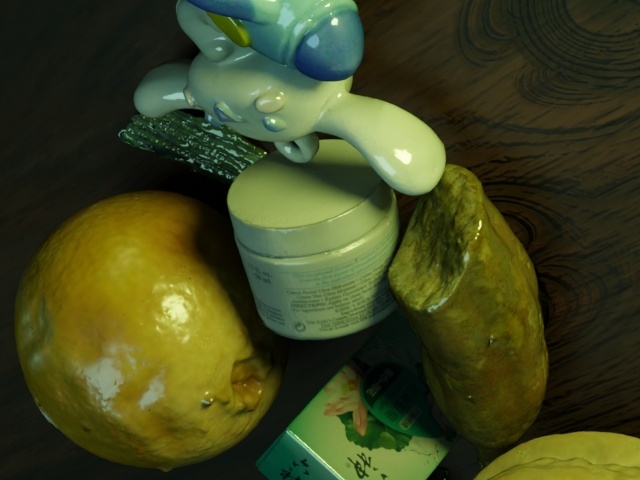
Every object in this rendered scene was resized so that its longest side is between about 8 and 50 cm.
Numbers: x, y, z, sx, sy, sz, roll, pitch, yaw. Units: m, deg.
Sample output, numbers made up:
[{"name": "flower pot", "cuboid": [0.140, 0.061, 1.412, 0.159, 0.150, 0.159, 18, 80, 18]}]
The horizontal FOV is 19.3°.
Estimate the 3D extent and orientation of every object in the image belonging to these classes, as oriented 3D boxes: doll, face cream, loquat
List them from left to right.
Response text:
[{"name": "loquat", "cuboid": [-0.194, 0.103, 2.167, 0.328, 0.328, 0.328, 23, 135, 25]}, {"name": "doll", "cuboid": [-0.070, -0.218, 1.893, 0.376, 0.187, 0.365, 2, 132, 21]}, {"name": "face cream", "cuboid": [0.000, 0.000, 2.022, 0.177, 0.177, 0.153, 12, 130, 34]}]

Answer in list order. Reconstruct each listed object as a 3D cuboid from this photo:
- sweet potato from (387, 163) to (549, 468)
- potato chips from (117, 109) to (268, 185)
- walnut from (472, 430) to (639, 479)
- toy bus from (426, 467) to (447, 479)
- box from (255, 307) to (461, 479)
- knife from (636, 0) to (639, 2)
[{"name": "sweet potato", "cuboid": [0.169, 0.096, 1.986, 0.158, 0.158, 0.369, 10, 138, 35]}, {"name": "potato chips", "cuboid": [-0.145, -0.116, 2.168, 0.207, 0.028, 0.092, 24, 134, 22]}, {"name": "walnut", "cuboid": [0.289, 0.378, 1.978, 0.381, 0.381, 0.381, 23, 135, 25]}, {"name": "toy bus", "cuboid": [0.101, 0.415, 2.317, 0.165, 0.133, 0.276, 7, 125, 36]}, {"name": "box", "cuboid": [0.063, 0.209, 2.090, 0.153, 0.245, 0.092, 42, 137, 3]}, {"name": "knife", "cuboid": [0.240, -0.272, 1.715, 0.230, 0.028, 0.060, 39, 152, 4]}]
